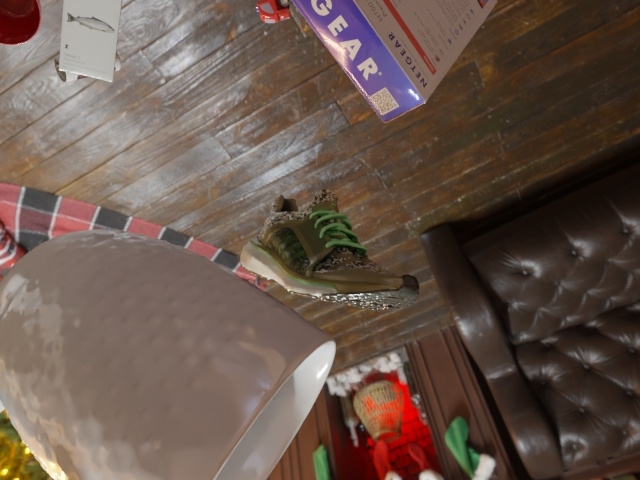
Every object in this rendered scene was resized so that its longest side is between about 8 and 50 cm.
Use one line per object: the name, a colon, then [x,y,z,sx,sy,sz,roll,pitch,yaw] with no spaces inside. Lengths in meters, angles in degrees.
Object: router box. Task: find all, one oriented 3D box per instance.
router box: [0.085,-0.392,0.661,0.335,0.301,0.082,48,148,-19]

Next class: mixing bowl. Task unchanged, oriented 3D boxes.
mixing bowl: [-0.732,-0.560,1.091,0.181,0.098,0.182,-4,127,-5]

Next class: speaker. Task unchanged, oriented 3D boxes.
speaker: [-0.543,-0.411,1.097,0.136,0.055,0.055,-34,148,-39]

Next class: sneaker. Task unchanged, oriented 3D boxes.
sneaker: [0.000,0.000,0.793,0.158,0.410,0.182,14,91,-41]

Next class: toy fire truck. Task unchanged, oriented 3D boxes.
toy fire truck: [-0.142,-0.506,0.892,0.135,0.047,0.192,-15,105,1]

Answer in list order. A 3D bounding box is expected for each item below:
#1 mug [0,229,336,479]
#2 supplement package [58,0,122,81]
mug: [-0.218,0.169,0.504,0.327,0.374,0.276,30,144,17]
supplement package: [-0.475,-0.439,0.975,0.105,0.105,0.180,6,115,-26]
